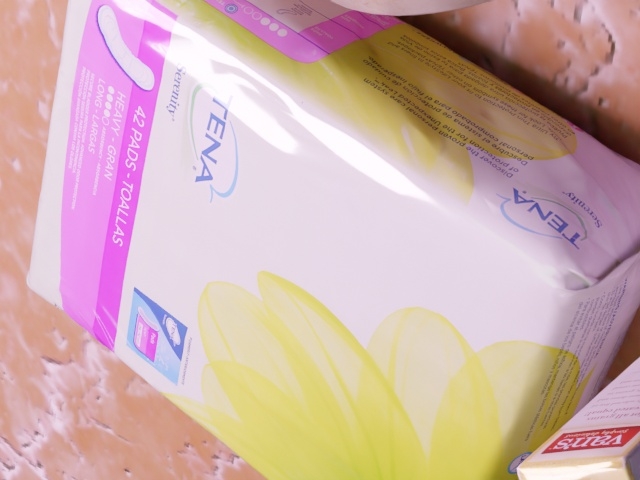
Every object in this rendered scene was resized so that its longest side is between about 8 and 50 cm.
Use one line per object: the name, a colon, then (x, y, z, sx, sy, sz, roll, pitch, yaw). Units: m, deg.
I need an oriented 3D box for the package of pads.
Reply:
package of pads: (0.000, 0.000, 0.785, 0.296, 0.101, 0.229, 36, 133, 22)

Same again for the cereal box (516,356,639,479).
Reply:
cereal box: (0.171, 0.099, 0.583, 0.047, 0.240, 0.173, -10, 104, 44)

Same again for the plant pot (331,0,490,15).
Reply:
plant pot: (0.019, -0.225, 0.572, 0.256, 0.256, 0.274, 11, 135, 38)
